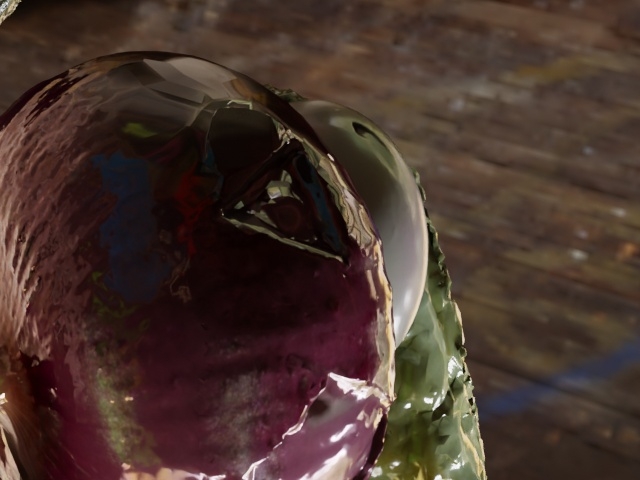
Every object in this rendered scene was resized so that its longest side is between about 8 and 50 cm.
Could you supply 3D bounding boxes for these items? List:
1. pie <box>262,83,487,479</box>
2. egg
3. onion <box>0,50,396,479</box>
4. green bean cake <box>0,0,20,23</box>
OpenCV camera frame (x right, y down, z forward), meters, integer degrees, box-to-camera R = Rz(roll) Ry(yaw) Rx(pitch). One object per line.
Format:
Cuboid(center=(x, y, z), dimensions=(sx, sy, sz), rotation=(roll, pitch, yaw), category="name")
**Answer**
Cuboid(center=(-0.081, 0.105, 1.181), dimensions=(0.395, 0.418, 0.180), rotation=(62, 32, -24), category="pie")
Cuboid(center=(0.000, 0.000, 0.909), dimensions=(0.103, 0.103, 0.135), rotation=(-16, 99, -48), category="egg")
Cuboid(center=(-0.060, 0.018, 0.747), dimensions=(0.207, 0.201, 0.200), rotation=(-98, 179, -59), category="onion")
Cuboid(center=(-0.251, -0.187, 1.044), dimensions=(0.094, 0.185, 0.183), rotation=(-51, 175, -20), category="green bean cake")
